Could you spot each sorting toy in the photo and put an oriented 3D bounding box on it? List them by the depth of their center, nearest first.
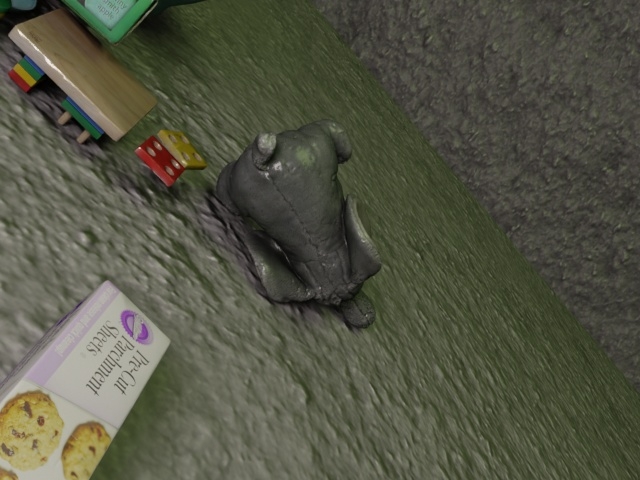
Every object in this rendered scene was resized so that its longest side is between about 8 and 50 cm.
[{"bbox_3d":[-0.227,-0.146,0.859,0.274,0.046,0.132,45,18,-13],"label":"sorting toy"}]

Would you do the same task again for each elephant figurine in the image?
[{"bbox_3d":[0.000,0.000,0.968,0.186,0.169,0.240,-24,90,-42],"label":"elephant figurine"}]

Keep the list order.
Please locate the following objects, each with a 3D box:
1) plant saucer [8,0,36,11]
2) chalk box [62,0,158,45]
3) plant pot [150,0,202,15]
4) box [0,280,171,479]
[{"bbox_3d":[-0.337,-0.267,0.879,0.119,0.021,0.119,43,19,-18],"label":"plant saucer"},{"bbox_3d":[-0.222,-0.322,0.878,0.180,0.179,0.289,42,1,-27],"label":"chalk box"},{"bbox_3d":[-0.214,-0.424,1.163,0.293,0.196,0.293,46,7,-7],"label":"plant pot"},{"bbox_3d":[-0.161,0.120,0.461,0.067,0.063,0.324,48,18,-10],"label":"box"}]
